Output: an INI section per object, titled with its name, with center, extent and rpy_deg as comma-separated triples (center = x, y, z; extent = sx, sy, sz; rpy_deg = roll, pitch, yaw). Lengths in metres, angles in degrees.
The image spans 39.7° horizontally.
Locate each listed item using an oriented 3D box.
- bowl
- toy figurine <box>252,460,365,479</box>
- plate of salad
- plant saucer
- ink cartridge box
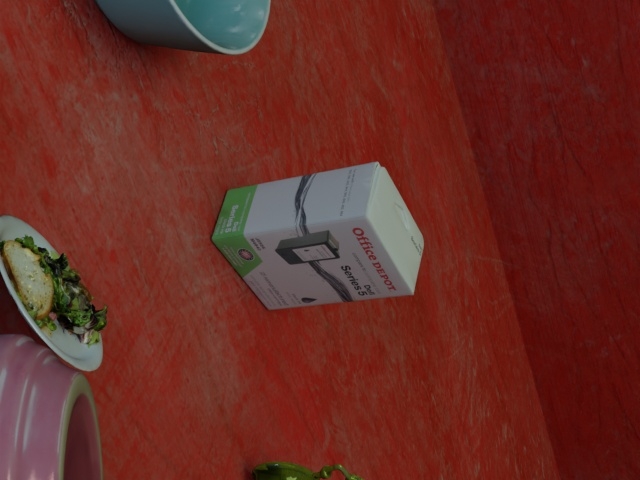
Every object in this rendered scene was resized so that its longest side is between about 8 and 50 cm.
[bowl]
center = -0.214, -0.392, 1.221
extent = 0.311, 0.163, 0.311
rpy_deg = 27, 59, -57
[toy figurine]
center = 0.023, 0.509, 1.419
extent = 0.362, 0.191, 0.217
rpy_deg = 46, 49, -48
[plate of salad]
center = -0.293, 0.053, 0.987
extent = 0.200, 0.048, 0.200
rpy_deg = 59, 3, -5
[plant saucer]
center = -0.266, 0.254, 0.848
extent = 0.332, 0.084, 0.332
rpy_deg = 177, -90, -84
[ink cartridge box]
center = 0.000, 0.000, 1.405
extent = 0.198, 0.273, 0.115
rpy_deg = 56, 37, -41
